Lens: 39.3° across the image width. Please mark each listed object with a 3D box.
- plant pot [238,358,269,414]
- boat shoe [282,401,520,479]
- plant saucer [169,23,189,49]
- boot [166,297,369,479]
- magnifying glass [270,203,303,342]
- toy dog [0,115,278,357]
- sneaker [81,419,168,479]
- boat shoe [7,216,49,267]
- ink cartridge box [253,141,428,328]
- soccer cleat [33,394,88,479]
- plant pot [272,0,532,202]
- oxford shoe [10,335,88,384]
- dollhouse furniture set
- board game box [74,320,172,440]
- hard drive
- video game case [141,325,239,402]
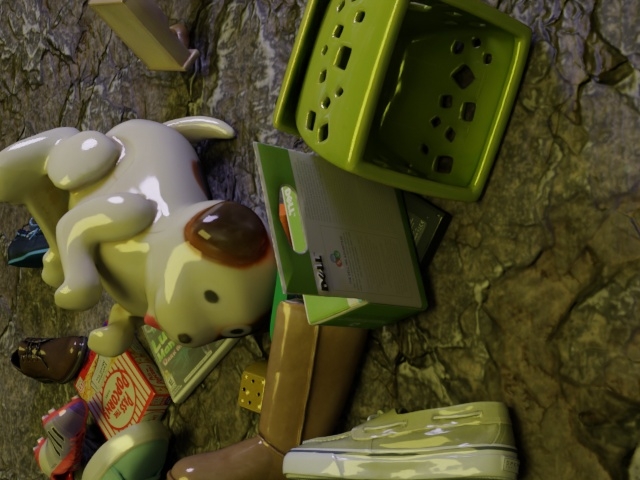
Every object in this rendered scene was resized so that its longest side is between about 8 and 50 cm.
[{"bbox_3d":[-0.068,0.211,1.255,0.081,0.083,0.081,9,90,44],"label":"plant pot"},{"bbox_3d":[0.095,0.252,1.085,0.302,0.109,0.094,-9,61,26],"label":"boat shoe"},{"bbox_3d":[-0.261,-0.339,1.561,0.083,0.015,0.083,-8,79,42],"label":"plant saucer"},{"bbox_3d":[-0.067,0.206,1.167,0.089,0.236,0.269,24,104,59],"label":"boot"},{"bbox_3d":[-0.042,0.054,1.198,0.026,0.092,0.231,13,128,24],"label":"magnifying glass"},{"bbox_3d":[-0.219,0.006,1.319,0.408,0.395,0.284,35,145,37],"label":"toy dog"},{"bbox_3d":[-0.310,0.445,1.428,0.150,0.135,0.366,46,124,29],"label":"sneaker"},{"bbox_3d":[-0.530,-0.004,1.704,0.258,0.109,0.089,-8,75,40],"label":"boat shoe"},{"bbox_3d":[0.000,0.000,1.071,0.097,0.255,0.189,-27,66,38],"label":"ink cartridge box"},{"bbox_3d":[-0.440,0.351,1.559,0.095,0.083,0.248,52,139,13],"label":"soccer cleat"},{"bbox_3d":[0.083,-0.191,1.084,0.207,0.228,0.227,27,103,48],"label":"plant pot"},{"bbox_3d":[-0.498,0.213,1.626,0.227,0.096,0.083,-22,50,43],"label":"oxford shoe"},{"bbox_3d":[-0.240,-0.425,1.491,0.212,0.161,0.242,12,64,43],"label":"dollhouse furniture set"},{"bbox_3d":[-0.336,0.253,1.524,0.193,0.045,0.147,44,114,38],"label":"board game box"},{"bbox_3d":[0.100,-0.021,1.173,0.135,0.022,0.094,36,109,40],"label":"hard drive"},{"bbox_3d":[-0.211,0.137,1.441,0.190,0.022,0.173,-49,54,27],"label":"video game case"}]
